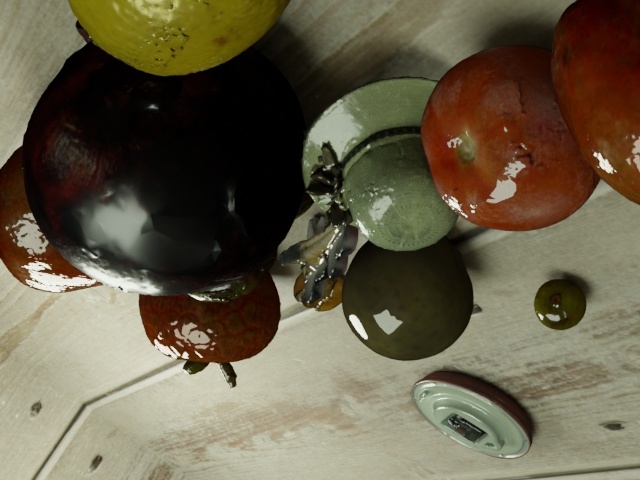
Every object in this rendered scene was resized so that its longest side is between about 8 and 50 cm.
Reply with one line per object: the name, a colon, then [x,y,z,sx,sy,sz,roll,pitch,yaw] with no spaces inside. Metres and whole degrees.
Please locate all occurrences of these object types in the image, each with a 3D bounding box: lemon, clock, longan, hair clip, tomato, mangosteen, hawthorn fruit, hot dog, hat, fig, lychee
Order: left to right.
hawthorn fruit: [-0.430,-0.045,1.852,0.311,0.295,0.295,16,157,-22]
lemon: [-0.152,-0.319,1.160,0.310,0.258,0.258,-16,127,46]
mangosteen: [-0.178,-0.090,1.418,0.381,0.381,0.421,1,147,43]
lychee: [-0.195,0.121,1.891,0.255,0.255,0.300,16,123,27]
hot dog: [0.001,0.087,1.839,0.090,0.060,0.140,33,148,-12]
hair clip: [0.007,0.002,1.617,0.075,0.146,0.257,18,152,-19]
hat: [0.104,-0.065,1.307,0.257,0.130,0.257,-4,135,-4]
longan: [0.127,0.079,1.568,0.196,0.196,0.220,14,146,29]
clock: [0.277,0.329,1.955,0.244,0.056,0.244,23,150,14]
tomato: [0.221,-0.114,1.176,0.208,0.184,0.208,19,115,48]
fig: [0.345,0.094,1.511,0.074,0.074,0.088,16,170,26]
hawthorn fruit: [0.319,-0.158,1.006,0.261,0.224,0.224,50,152,7]

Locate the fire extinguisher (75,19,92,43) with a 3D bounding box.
fire extinguisher: [-0.262,-0.251,1.577,0.075,0.106,0.252,-25,129,12]
